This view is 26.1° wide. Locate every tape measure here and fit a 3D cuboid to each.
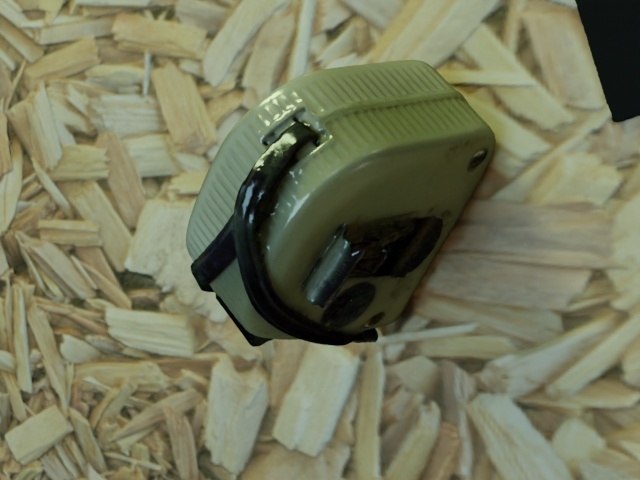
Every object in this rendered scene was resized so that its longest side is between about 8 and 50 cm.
[{"bbox_3d":[0.000,0.000,1.096,0.133,0.231,0.271,52,135,25],"label":"tape measure"}]

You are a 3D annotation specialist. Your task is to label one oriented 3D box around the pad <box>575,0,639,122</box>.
[{"bbox_3d":[0.228,-0.249,0.925,0.202,0.005,0.300,-23,82,51],"label":"pad"}]
